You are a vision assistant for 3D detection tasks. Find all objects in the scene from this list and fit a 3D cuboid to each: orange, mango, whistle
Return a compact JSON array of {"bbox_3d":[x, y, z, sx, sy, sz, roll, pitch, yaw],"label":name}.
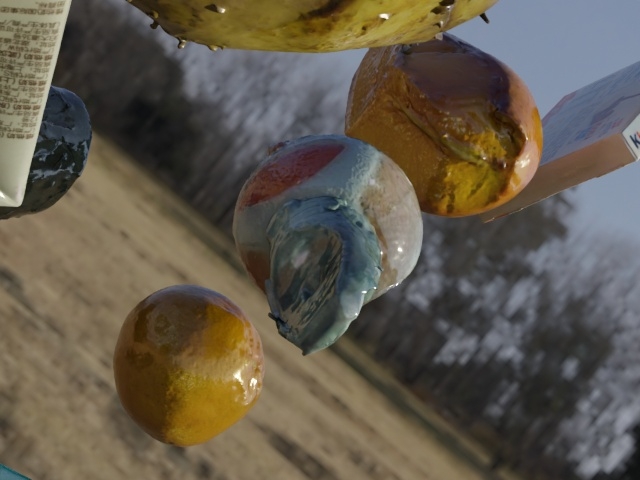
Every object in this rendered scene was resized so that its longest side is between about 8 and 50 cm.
[{"bbox_3d":[-0.123,0.120,1.571,0.136,0.159,0.159,1,-14,18],"label":"orange"},{"bbox_3d":[0.129,-0.148,1.878,0.199,0.201,0.350,55,3,-29],"label":"mango"},{"bbox_3d":[0.000,0.000,1.503,0.189,0.189,0.348,40,15,-9],"label":"whistle"}]

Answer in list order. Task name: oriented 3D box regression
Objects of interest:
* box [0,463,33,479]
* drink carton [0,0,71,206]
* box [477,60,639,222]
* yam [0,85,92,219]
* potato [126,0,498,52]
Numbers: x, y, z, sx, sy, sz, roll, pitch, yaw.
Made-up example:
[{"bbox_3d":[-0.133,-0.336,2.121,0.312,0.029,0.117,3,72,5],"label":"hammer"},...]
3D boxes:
[{"bbox_3d":[-0.216,0.268,1.222,0.042,0.161,0.226,-4,-27,37],"label":"box"},{"bbox_3d":[-0.238,-0.186,1.063,0.324,0.132,0.194,117,-29,-55],"label":"drink carton"},{"bbox_3d":[0.344,-0.143,2.023,0.265,0.273,0.048,-24,-76,50],"label":"box"},{"bbox_3d":[-0.351,-0.090,1.539,0.154,0.154,0.254,40,22,33],"label":"yam"},{"bbox_3d":[0.001,-0.174,0.920,0.300,0.140,0.173,-1,1,-42],"label":"potato"}]
